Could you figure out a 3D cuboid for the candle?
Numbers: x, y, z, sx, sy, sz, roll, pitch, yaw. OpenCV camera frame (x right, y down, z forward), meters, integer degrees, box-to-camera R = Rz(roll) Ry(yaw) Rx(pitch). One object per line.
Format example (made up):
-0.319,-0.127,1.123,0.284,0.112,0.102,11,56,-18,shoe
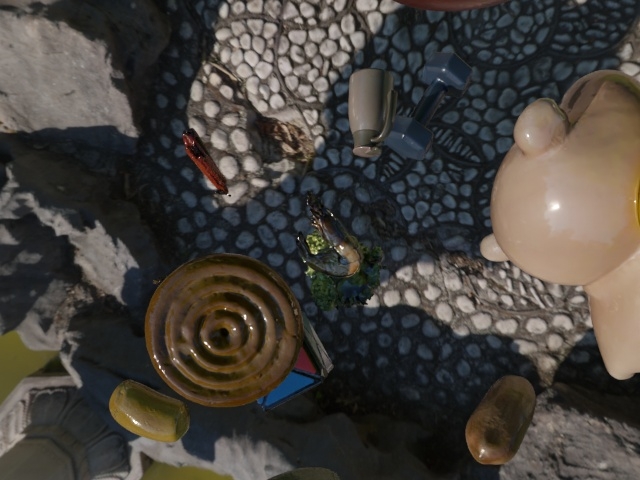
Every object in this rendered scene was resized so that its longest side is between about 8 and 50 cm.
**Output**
-0.392,-0.262,1.686,0.059,0.084,0.301,2,142,30,candle

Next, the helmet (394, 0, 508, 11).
0.122,-0.323,0.382,0.338,0.384,0.230,-34,130,13,helmet

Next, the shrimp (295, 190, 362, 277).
0.002,-0.003,1.464,0.178,0.075,0.289,-30,110,24,shrimp

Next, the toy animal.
0.316,-0.037,0.550,0.247,0.277,0.345,6,139,30,toy animal

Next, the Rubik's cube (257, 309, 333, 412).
-0.121,0.401,1.651,0.249,0.250,0.246,-29,81,3,Rubik's cube

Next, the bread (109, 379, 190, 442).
-0.453,0.460,1.268,0.218,0.098,0.147,18,131,11,bread

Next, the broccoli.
0.093,0.076,1.744,0.294,0.281,0.347,-14,90,-10,broccoli

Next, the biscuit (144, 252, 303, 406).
-0.154,0.150,0.782,0.262,0.037,0.261,-1,95,-7,biscuit

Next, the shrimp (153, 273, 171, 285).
-0.464,0.118,1.574,0.179,0.124,0.034,-2,104,-29,shrimp

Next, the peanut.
0.271,0.265,0.719,0.076,0.076,0.152,45,62,-3,peanut

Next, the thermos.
0.122,-0.290,1.107,0.105,0.137,0.193,13,77,-34,thermos

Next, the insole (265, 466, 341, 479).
-0.106,0.396,0.684,0.323,0.109,0.007,-8,107,-32,insole

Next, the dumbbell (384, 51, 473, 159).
0.325,-0.408,1.463,0.160,0.144,0.324,34,83,-17,dumbbell
